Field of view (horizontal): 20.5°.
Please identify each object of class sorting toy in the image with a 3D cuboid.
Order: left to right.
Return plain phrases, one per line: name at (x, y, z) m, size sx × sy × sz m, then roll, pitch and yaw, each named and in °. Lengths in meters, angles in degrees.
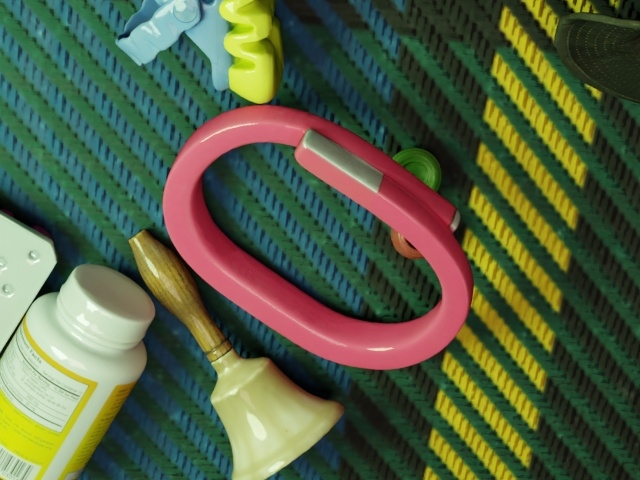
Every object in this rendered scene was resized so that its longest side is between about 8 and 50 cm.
sorting toy at (0.075, -0.034, 1.579) m, size 0.061 × 0.042 × 0.102 m, roll -8°, pitch 102°, yaw -12°

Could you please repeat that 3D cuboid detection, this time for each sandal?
sandal at (-0.113, -0.258, 1.441) m, size 0.138 × 0.126 × 0.317 m, roll -3°, pitch 112°, yaw 7°

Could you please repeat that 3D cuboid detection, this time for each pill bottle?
pill bottle at (-0.235, 0.129, 1.605) m, size 0.117 × 0.117 × 0.215 m, roll 29°, pitch 112°, yaw -11°

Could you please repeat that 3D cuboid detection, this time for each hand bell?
hand bell at (-0.099, 0.094, 1.612) m, size 0.126 × 0.126 × 0.242 m, roll -35°, pitch 97°, yaw 14°

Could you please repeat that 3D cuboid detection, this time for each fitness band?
fitness band at (0.000, 0.000, 1.551) m, size 0.291 × 0.054 × 0.209 m, roll 36°, pitch 132°, yaw -11°

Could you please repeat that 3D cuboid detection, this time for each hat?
hat at (0.360, -0.183, 1.413) m, size 0.331 × 0.331 × 0.134 m, roll 12°, pitch 84°, yaw -4°

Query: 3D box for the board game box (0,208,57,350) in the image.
board game box at (-0.495, 0.054, 1.616) m, size 0.390 × 0.050 × 0.390 m, roll 31°, pitch 110°, yaw -11°
